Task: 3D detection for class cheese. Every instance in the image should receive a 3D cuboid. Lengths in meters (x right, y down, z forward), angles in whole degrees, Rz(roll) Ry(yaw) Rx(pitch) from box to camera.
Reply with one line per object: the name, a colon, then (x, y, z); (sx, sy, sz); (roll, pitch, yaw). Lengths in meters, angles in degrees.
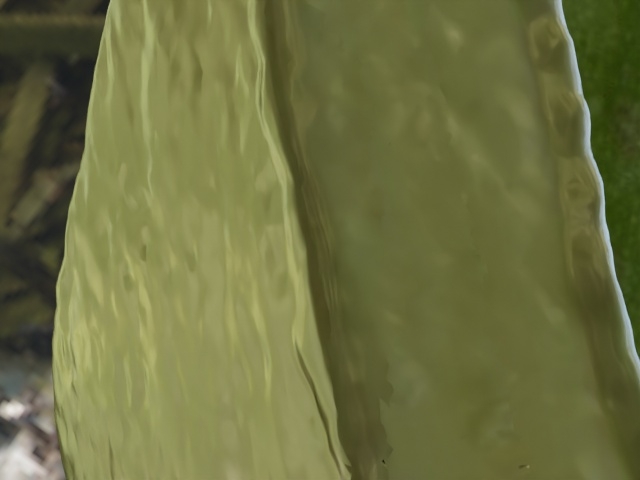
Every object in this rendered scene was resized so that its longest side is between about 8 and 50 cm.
cheese: (0.000, 0.000, 0.684); (0.384, 0.104, 0.384); (175, -90, -67)

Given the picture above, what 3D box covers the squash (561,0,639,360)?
squash: (0.161, 0.017, 1.070); (0.263, 0.263, 0.384); (26, -72, 63)
